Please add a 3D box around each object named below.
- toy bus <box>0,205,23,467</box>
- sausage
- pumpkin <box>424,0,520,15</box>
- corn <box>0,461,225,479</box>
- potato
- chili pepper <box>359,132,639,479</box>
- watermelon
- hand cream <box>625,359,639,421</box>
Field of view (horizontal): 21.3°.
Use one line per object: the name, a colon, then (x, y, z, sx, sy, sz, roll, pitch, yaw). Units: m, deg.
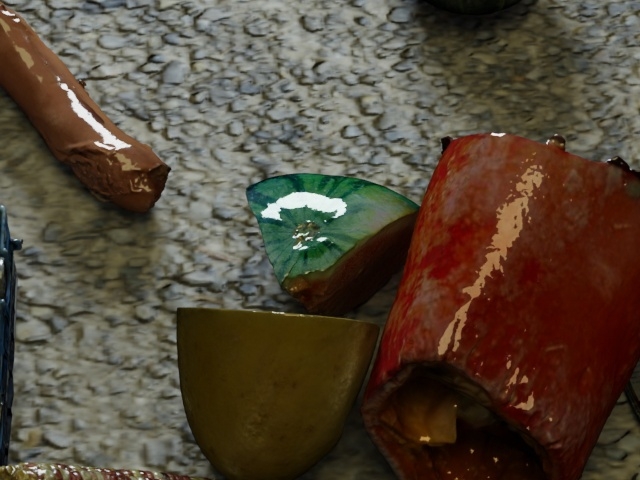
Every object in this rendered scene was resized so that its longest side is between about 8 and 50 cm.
toy bus: (-0.318, 0.122, 1.482, 0.106, 0.131, 0.297, -1, 59, -3)
sausage: (-0.260, -0.136, 1.673, 0.078, 0.078, 0.304, -36, 70, -23)
pumpkin: (0.157, -0.310, 1.779, 0.167, 0.125, 0.167, -1, 68, 3)
corn: (-0.164, 0.225, 1.415, 0.237, 0.079, 0.079, 13, 53, -36)
potato: (-0.047, 0.136, 1.483, 0.178, 0.203, 0.158, 10, 88, -39)
chili pepper: (0.176, 0.072, 1.484, 0.229, 0.251, 0.305, 6, 59, 30)
watermelon: (0.000, -0.023, 1.570, 0.146, 0.231, 0.128, 41, 98, 17)
hand cream: (0.304, 0.094, 1.609, 0.062, 0.039, 0.163, -9, 67, -12)
